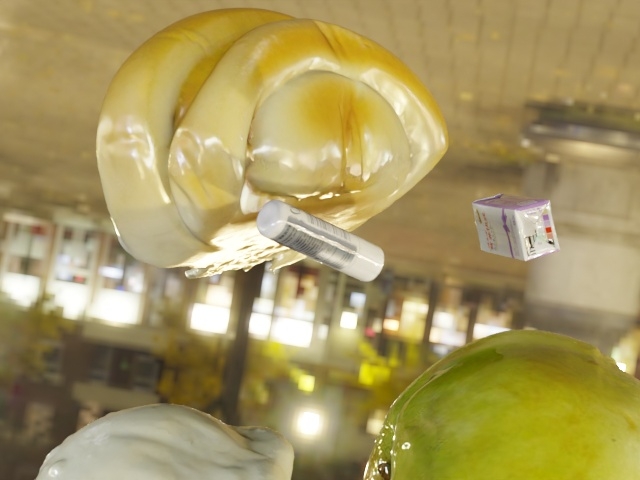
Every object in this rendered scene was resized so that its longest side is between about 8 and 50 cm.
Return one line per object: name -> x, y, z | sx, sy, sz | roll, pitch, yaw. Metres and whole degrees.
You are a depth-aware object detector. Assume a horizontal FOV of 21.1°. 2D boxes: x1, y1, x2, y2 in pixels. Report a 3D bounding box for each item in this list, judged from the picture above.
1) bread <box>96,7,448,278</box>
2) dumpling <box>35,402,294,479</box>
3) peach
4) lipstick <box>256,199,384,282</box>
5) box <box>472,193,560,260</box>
bread -> -0.057, -0.094, 1.971 | 0.245, 0.328, 0.424 | 18, -166, 38
dumpling -> -0.131, 0.235, 1.436 | 0.243, 0.318, 0.187 | -13, 119, 52
peach -> 0.199, 0.249, 1.635 | 0.316, 0.314, 0.281 | 22, -174, 4
lipstick -> 0.000, 0.000, 1.650 | 0.141, 0.040, 0.040 | 25, 169, -39
box -> 0.173, -0.013, 1.532 | 0.036, 0.050, 0.117 | -14, -171, -12
